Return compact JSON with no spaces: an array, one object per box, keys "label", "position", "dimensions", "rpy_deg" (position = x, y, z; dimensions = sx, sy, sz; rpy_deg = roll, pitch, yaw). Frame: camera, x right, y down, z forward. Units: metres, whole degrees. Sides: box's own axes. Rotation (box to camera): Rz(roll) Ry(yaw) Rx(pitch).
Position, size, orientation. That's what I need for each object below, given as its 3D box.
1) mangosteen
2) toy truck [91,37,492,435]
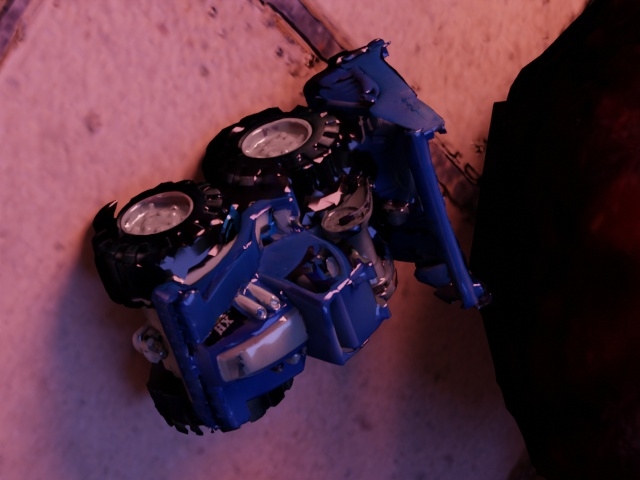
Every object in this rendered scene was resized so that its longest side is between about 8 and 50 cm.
[{"label":"mangosteen","position":[0.251,0.021,1.077],"dimensions":[0.381,0.381,0.421],"rpy_deg":[-45,172,-25]},{"label":"toy truck","position":[0.000,0.000,0.970],"dimensions":[0.208,0.126,0.113],"rpy_deg":[-41,127,-30]}]
